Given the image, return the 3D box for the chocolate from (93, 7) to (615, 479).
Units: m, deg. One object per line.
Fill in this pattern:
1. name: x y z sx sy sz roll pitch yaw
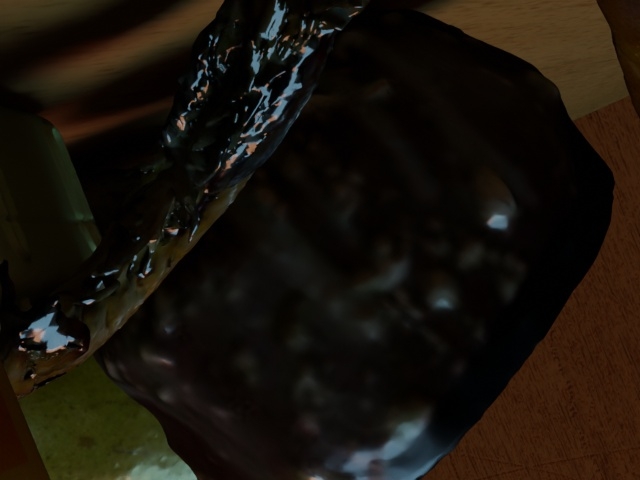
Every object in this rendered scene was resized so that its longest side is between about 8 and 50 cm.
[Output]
1. chocolate: 0.000 0.000 1.036 0.340 0.210 0.225 -50 -162 -13

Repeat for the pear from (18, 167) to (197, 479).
1. pear: -0.156 0.083 1.228 0.294 0.294 0.294 -22 177 -1

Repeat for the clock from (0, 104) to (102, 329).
1. clock: -0.294 0.039 0.865 0.348 0.117 0.286 -22 178 6

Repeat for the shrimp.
1. shrimp: -0.064 -0.033 0.744 0.290 0.054 0.222 -53 178 35

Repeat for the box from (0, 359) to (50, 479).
1. box: -0.289 0.072 0.582 0.284 0.213 0.259 -22 175 15

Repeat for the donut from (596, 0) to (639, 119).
1. donut: 0.272 -0.111 0.817 0.150 0.299 0.317 -33 -146 -23
